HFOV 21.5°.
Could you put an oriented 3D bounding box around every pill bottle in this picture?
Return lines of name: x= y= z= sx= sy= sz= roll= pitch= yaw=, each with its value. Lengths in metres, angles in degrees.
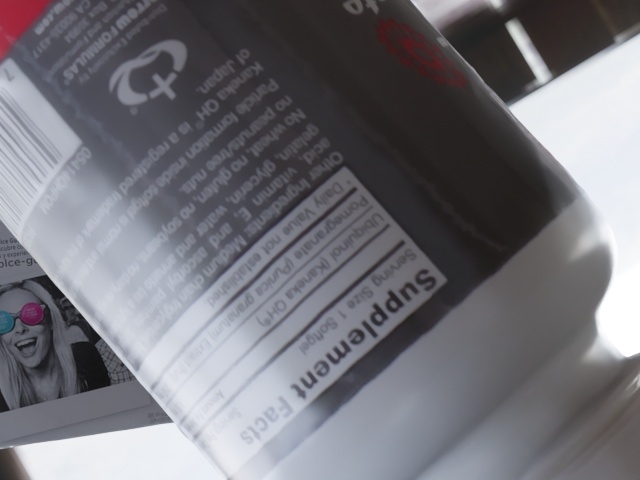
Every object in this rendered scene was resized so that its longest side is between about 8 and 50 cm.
pill bottle: x=0.000 y=0.000 z=0.650 sx=0.176 sy=0.318 sz=0.176 roll=-41 pitch=175 yaw=-4

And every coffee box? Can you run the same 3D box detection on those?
coffee box: x=-0.218 y=0.010 z=1.737 sx=0.338 sy=0.335 sz=0.337 roll=-7 pitch=-177 yaw=-15
